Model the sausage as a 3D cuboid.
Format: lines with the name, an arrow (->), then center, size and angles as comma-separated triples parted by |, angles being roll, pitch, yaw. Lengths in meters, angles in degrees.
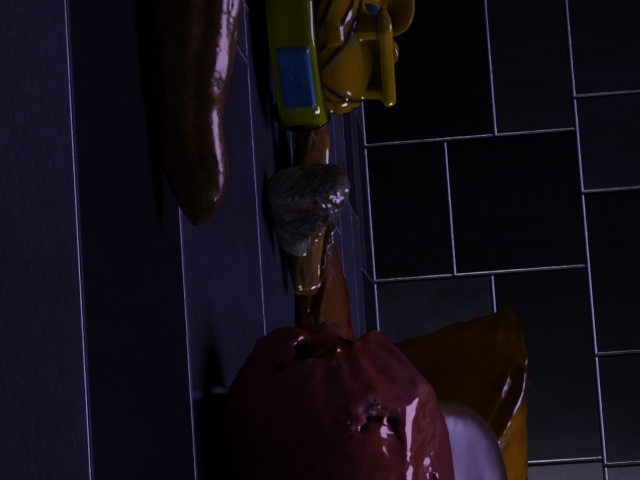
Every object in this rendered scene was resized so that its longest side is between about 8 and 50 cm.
sausage -> 0.014, 0.190, 0.996 | 0.152, 0.152, 0.280 | -81, 167, -72

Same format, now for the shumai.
shumai -> -0.012, -0.021, 1.373 | 0.083, 0.082, 0.080 | -48, 140, -50

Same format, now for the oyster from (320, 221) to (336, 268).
oyster -> 0.001, 0.002, 1.602 | 0.019, 0.054, 0.083 | 38, 23, -24

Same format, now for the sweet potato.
sweet potato -> -0.068, -0.099, 0.833 | 0.053, 0.054, 0.182 | 7, 81, -45

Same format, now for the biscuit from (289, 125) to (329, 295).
biscuit -> -0.015, -0.047, 1.532 | 0.225, 0.036, 0.166 | -90, -176, -54

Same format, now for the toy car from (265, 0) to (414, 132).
toy car -> 0.017, -0.219, 1.447 | 0.248, 0.142, 0.200 | -87, 173, -47

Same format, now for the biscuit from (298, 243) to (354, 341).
biscuit -> 0.014, 0.158, 1.637 | 0.262, 0.052, 0.277 | -87, 172, -60

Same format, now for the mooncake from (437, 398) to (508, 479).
mooncake -> 0.052, 0.233, 1.218 | 0.234, 0.117, 0.235 | 5, 84, -53

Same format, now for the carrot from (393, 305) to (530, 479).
carrot -> 0.133, 0.263, 1.865 | 0.241, 0.241, 0.341 | -86, 173, -63
